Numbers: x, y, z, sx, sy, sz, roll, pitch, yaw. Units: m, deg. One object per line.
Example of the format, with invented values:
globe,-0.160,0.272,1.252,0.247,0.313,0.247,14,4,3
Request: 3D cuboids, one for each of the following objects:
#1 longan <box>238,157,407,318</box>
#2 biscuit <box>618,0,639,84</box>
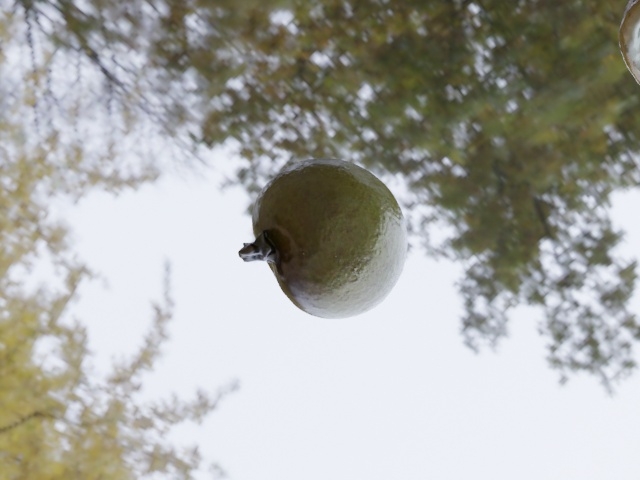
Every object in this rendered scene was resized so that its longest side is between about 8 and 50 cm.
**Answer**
longan,0.000,0.000,1.271,0.176,0.145,0.155,-17,-149,-30
biscuit,0.446,-0.216,1.165,0.344,0.287,0.057,-49,-167,30
